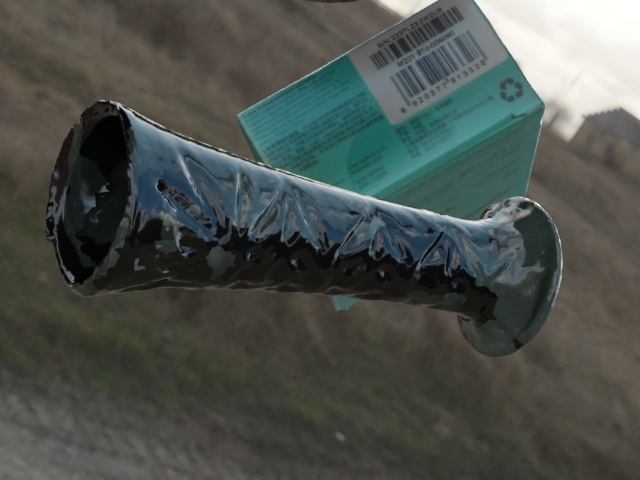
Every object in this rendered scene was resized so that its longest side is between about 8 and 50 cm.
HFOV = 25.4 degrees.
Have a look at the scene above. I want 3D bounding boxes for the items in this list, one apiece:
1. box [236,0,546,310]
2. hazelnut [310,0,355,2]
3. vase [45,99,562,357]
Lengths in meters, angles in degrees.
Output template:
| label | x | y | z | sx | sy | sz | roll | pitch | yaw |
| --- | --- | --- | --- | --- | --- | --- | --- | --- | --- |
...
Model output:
| label | x | y | z | sx | sy | sz | roll | pitch | yaw |
| --- | --- | --- | --- | --- | --- | --- | --- | --- | --- |
| box | 0.061 | -0.061 | 1.159 | 0.118 | 0.205 | 0.311 | 61 | -1 | 14 |
| hazelnut | -0.003 | -0.248 | 0.989 | 0.204 | 0.178 | 0.178 | 8 | 2 | 14 |
| vase | 0.000 | 0.000 | 0.459 | 0.167 | 0.059 | 0.059 | 10 | 20 | -32 |
